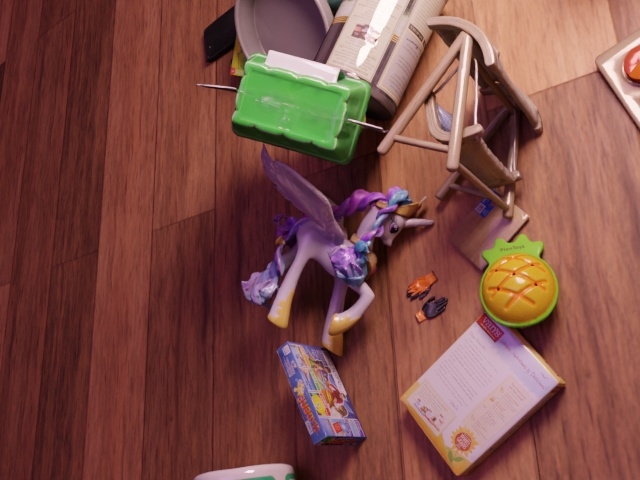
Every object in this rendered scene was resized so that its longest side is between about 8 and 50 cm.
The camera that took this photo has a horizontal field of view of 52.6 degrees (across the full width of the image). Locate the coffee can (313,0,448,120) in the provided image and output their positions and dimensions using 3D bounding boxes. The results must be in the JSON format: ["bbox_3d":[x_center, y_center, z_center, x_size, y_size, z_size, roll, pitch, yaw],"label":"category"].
[{"bbox_3d":[0.117,-0.414,1.328,0.201,0.201,0.276,24,87,40],"label":"coffee can"}]

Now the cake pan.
[{"bbox_3d":[-0.078,-0.490,1.511,0.293,0.054,0.293,25,134,29],"label":"cake pan"}]

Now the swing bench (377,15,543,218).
[{"bbox_3d":[0.262,-0.208,1.121,0.165,0.253,0.255,21,87,40],"label":"swing bench"}]

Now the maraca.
[{"bbox_3d":[0.332,0.066,1.096,0.127,0.099,0.186,-9,49,17],"label":"maraca"}]

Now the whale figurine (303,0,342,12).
[{"bbox_3d":[0.001,-0.628,1.553,0.272,0.141,0.217,25,97,56],"label":"whale figurine"}]

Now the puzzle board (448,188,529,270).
[{"bbox_3d":[0.309,-0.021,1.194,0.128,0.011,0.096,-52,51,13],"label":"puzzle board"}]

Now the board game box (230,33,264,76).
[{"bbox_3d":[-0.170,-0.508,1.660,0.092,0.043,0.182,18,103,31],"label":"board game box"}]

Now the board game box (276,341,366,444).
[{"bbox_3d":[0.002,0.297,1.257,0.035,0.136,0.201,-40,55,21],"label":"board game box"}]

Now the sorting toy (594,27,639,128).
[{"bbox_3d":[0.619,-0.303,1.013,0.307,0.041,0.229,-34,58,26],"label":"sorting toy"}]

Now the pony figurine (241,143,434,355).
[{"bbox_3d":[0.000,0.000,1.296,0.350,0.303,0.364,31,94,7],"label":"pony figurine"}]

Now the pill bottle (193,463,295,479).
[{"bbox_3d":[-0.130,0.620,1.219,0.204,0.204,0.361,-23,63,31],"label":"pill bottle"}]

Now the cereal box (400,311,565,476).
[{"bbox_3d":[0.272,0.259,1.113,0.240,0.047,0.173,-49,53,16],"label":"cereal box"}]

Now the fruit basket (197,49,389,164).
[{"bbox_3d":[-0.026,-0.261,1.235,0.326,0.353,0.166,16,107,6],"label":"fruit basket"}]

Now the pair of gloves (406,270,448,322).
[{"bbox_3d":[0.202,0.108,1.238,0.074,0.010,0.083,-37,58,24],"label":"pair of gloves"}]

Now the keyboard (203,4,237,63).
[{"bbox_3d":[-0.194,-0.571,1.744,0.317,0.033,0.202,-25,61,31],"label":"keyboard"}]
